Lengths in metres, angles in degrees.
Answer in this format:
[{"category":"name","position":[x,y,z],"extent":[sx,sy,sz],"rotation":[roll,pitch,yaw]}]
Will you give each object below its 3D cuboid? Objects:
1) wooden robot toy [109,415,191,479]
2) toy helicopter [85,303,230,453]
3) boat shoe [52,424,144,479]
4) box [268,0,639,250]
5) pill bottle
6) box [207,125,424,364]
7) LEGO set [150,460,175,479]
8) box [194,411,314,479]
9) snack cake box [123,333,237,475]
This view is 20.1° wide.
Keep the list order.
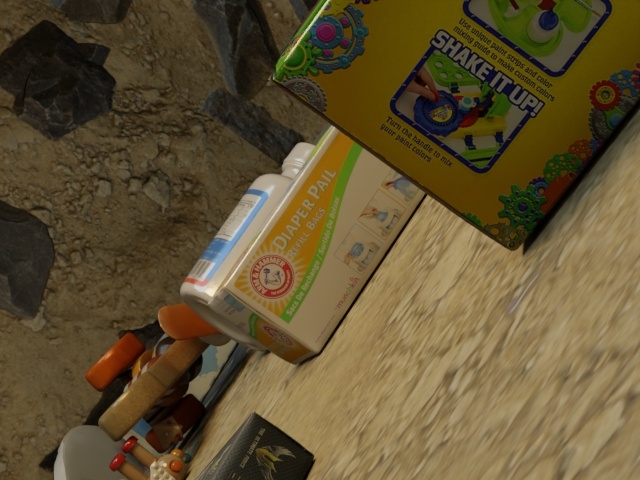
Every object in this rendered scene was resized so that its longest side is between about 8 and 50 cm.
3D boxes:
[{"category":"wooden robot toy","position":[-0.183,0.253,1.952],"extent":[0.079,0.076,0.173],"rotation":[-30,23,53]},{"category":"toy helicopter","position":[-0.178,0.155,2.129],"extent":[0.235,0.140,0.355],"rotation":[-43,1,10]},{"category":"boat shoe","position":[-0.278,0.329,2.132],"extent":[0.105,0.113,0.306],"rotation":[-60,18,20]},{"category":"box","position":[0.136,-0.187,1.099],"extent":[0.279,0.177,0.290],"rotation":[-53,4,19]},{"category":"pill bottle","position":[-0.049,0.004,2.028],"extent":[0.221,0.124,0.124],"rotation":[-55,4,-15]},{"category":"box","position":[0.000,0.000,1.637],"extent":[0.203,0.103,0.114],"rotation":[-56,4,-13]},{"category":"LEGO set","position":[-0.212,0.330,1.743],"extent":[0.182,0.060,0.244],"rotation":[-48,6,29]},{"category":"box","position":[-0.105,0.243,1.183],"extent":[0.183,0.059,0.232],"rotation":[-52,4,36]},{"category":"snack cake box","position":[-0.215,0.213,2.468],"extent":[0.152,0.089,0.264],"rotation":[-48,8,47]}]
